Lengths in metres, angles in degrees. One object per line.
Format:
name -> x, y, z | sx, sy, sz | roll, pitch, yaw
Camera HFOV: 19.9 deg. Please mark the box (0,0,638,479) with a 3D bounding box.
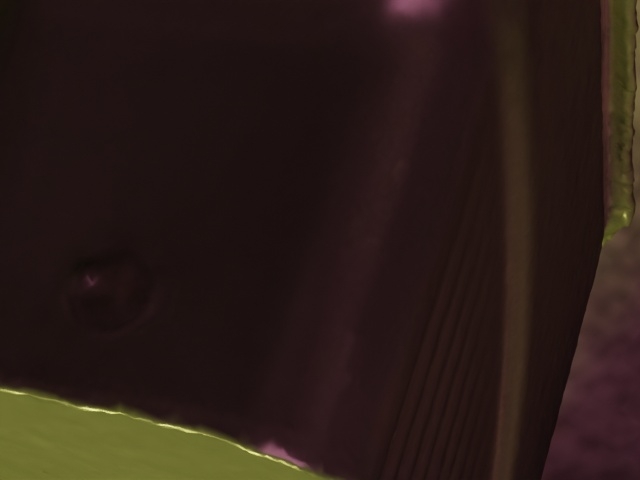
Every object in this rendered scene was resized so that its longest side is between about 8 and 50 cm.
box -> 0.000, 0.000, 0.431 | 0.138, 0.178, 0.274 | 7, 155, 16
